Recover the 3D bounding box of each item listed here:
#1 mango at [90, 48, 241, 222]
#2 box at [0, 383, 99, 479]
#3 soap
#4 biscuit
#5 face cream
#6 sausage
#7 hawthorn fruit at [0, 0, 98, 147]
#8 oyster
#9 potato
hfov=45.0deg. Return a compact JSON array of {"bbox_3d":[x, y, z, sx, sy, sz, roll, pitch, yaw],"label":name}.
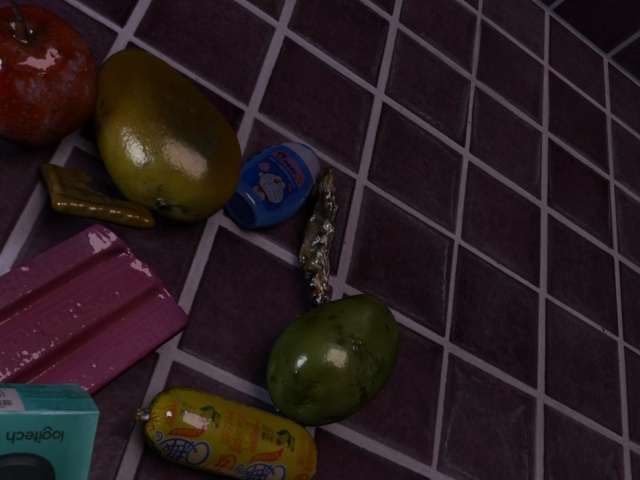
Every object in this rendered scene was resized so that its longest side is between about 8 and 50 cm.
[{"bbox_3d":[-0.292,-0.203,1.439,0.253,0.182,0.365,-18,78,-41],"label":"mango"},{"bbox_3d":[-0.414,0.342,0.978,0.205,0.118,0.311,9,94,-32],"label":"box"},{"bbox_3d":[-0.410,0.142,1.188,0.233,0.128,0.359,54,46,-1],"label":"soap"},{"bbox_3d":[-0.391,-0.077,1.332,0.174,0.039,0.183,9,21,-36],"label":"biscuit"},{"bbox_3d":[-0.090,-0.123,1.619,0.149,0.083,0.264,53,46,-6],"label":"face cream"},{"bbox_3d":[-0.145,0.332,1.284,0.347,0.123,0.123,24,53,-26],"label":"sausage"},{"bbox_3d":[-0.488,-0.271,1.294,0.235,0.263,0.231,33,93,-25],"label":"hawthorn fruit"},{"bbox_3d":[-0.001,0.001,1.589,0.078,0.129,0.345,10,66,-12],"label":"oyster"},{"bbox_3d":[0.032,0.217,1.427,0.304,0.216,0.216,-17,76,-46],"label":"potato"}]
